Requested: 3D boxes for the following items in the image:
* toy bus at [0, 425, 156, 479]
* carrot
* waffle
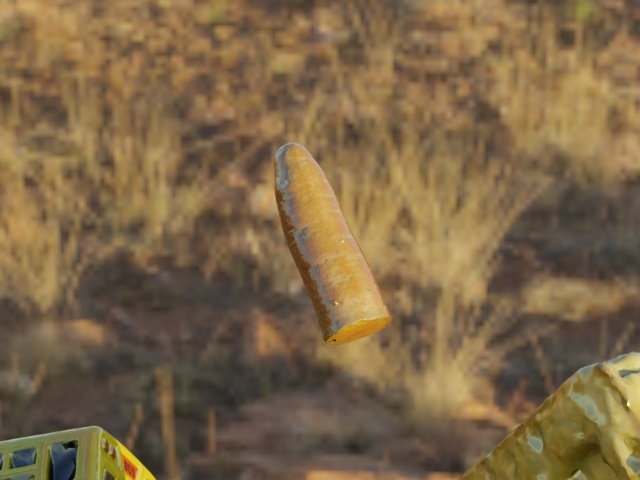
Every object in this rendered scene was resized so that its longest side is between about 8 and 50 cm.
[{"bbox_3d":[-0.275,0.228,1.238,0.331,0.145,0.151,-11,60,14],"label":"toy bus"},{"bbox_3d":[0.000,0.000,1.176,0.048,0.048,0.139,-11,66,-28],"label":"carrot"},{"bbox_3d":[0.126,0.183,0.929,0.057,0.274,0.168,-18,70,-37],"label":"waffle"}]
